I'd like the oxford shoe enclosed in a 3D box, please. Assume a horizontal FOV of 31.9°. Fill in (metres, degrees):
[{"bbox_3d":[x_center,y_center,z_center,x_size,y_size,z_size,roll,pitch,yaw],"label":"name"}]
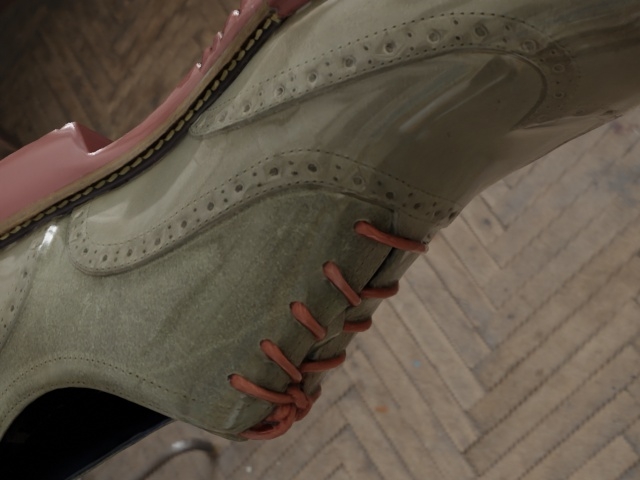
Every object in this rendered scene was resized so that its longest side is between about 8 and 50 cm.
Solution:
[{"bbox_3d":[0.000,0.000,0.379,0.348,0.123,0.130,-28,59,33],"label":"oxford shoe"}]
